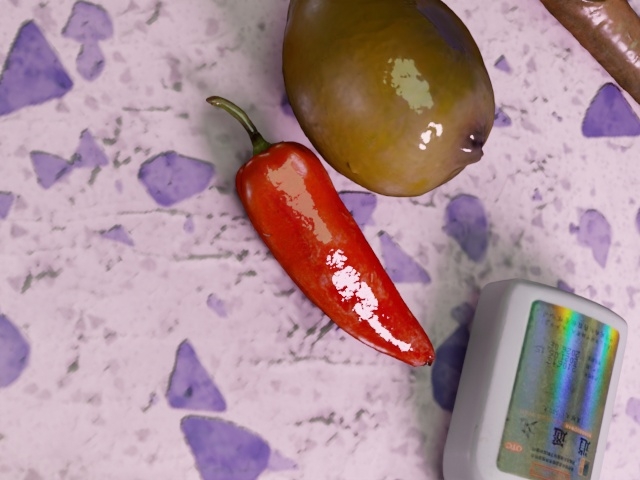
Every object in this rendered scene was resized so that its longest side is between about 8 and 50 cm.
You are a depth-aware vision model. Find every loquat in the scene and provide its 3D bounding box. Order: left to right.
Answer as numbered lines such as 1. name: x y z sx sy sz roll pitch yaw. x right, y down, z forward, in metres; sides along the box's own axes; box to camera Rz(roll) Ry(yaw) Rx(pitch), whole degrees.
1. loquat: 0.047 -0.123 0.997 0.152 0.152 0.195 -38 77 -24

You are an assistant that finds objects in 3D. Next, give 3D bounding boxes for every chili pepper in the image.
1. chili pepper: 0.000 0.000 1.006 0.071 0.063 0.272 -38 101 -11

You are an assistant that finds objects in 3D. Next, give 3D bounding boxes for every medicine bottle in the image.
1. medicine bottle: 0.162 0.153 1.041 0.121 0.083 0.228 21 76 -23

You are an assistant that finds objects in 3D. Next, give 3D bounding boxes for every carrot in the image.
1. carrot: 0.228 -0.200 1.131 0.342 0.070 0.070 44 68 -13
